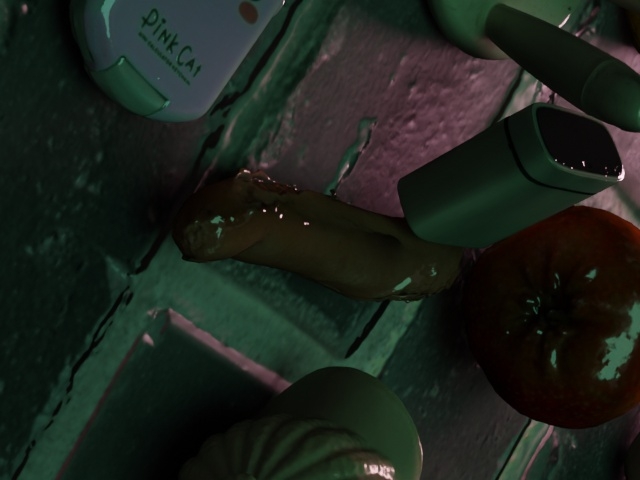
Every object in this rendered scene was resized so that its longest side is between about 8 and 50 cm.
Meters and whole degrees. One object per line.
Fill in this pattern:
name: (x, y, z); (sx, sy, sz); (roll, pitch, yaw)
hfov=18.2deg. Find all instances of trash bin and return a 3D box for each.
trash bin: (0.142, -0.046, 1.487); (0.116, 0.130, 0.059); (10, 59, -50)

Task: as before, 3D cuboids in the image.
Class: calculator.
calculator: (-0.071, -0.193, 1.317); (0.246, 0.045, 0.141); (-56, 136, -13)

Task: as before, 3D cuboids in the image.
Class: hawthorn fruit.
hawthorn fruit: (0.214, 0.066, 1.624); (0.200, 0.179, 0.179); (22, 91, -60)

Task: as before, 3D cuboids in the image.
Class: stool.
stool: (0.207, -0.212, 1.475); (0.195, 0.199, 0.195); (-36, 128, -31)

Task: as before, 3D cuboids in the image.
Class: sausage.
sausage: (0.000, -0.001, 1.450); (0.304, 0.078, 0.078); (13, 97, -49)

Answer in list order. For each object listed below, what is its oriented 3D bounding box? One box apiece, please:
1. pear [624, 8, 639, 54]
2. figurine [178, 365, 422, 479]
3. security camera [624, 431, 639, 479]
pear: (0.329, -0.199, 1.673); (0.141, 0.104, 0.141); (-22, 125, -35)
figurine: (0.006, 0.266, 1.491); (0.204, 0.185, 0.332); (-71, 148, -53)
security camera: (0.316, 0.267, 1.869); (0.157, 0.080, 0.301); (41, 89, -22)
